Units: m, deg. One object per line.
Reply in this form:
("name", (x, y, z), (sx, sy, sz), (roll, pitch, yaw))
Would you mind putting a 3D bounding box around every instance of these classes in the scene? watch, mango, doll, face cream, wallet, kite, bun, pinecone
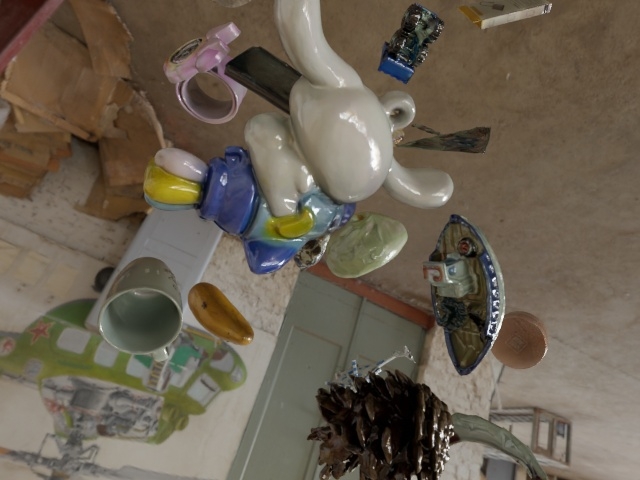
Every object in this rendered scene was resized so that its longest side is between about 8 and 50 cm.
("watch", (-0.300, -0.470, 1.278), (0.248, 0.210, 0.217), (-10, 138, 26))
("mango", (-0.342, 0.261, 1.506), (0.295, 0.120, 0.177), (44, 172, 22))
("doll", (-0.036, -0.103, 0.629), (0.366, 0.187, 0.376), (-31, 115, 19))
("face cream", (0.566, 0.282, 1.264), (0.149, 0.149, 0.104), (3, -178, 31))
("watch", (0.370, 0.530, 1.034), (0.253, 0.241, 0.161), (-18, 136, 5))
("wallet", (-0.075, -0.381, 1.139), (0.318, 0.172, 0.045), (32, 136, -2))
("kite", (0.377, -0.303, 1.309), (0.314, 0.335, 0.011), (-132, 33, -52))
("bun", (0.132, -0.008, 1.466), (0.283, 0.283, 0.179), (-14, 109, 48))
("pinecone", (0.084, 0.274, 0.641), (0.205, 0.184, 0.179), (14, -171, 12))

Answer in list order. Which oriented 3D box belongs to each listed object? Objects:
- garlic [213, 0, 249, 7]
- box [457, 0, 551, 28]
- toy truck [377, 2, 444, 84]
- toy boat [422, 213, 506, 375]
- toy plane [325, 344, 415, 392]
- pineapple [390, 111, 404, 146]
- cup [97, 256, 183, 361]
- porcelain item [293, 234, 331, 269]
("garlic", (-0.227, -0.740, 1.085), (0.322, 0.241, 0.322), (-23, 161, -8))
("box", (0.569, -0.722, 1.386), (0.247, 0.129, 0.033), (-14, 139, 0))
("toy truck", (0.265, -0.600, 1.345), (0.113, 0.126, 0.208), (21, 126, -17))
("toy boat", (0.223, 0.091, 0.716), (0.114, 0.115, 0.262), (1, 109, 52))
("toy plane", (0.150, 0.407, 1.414), (0.182, 0.273, 0.107), (47, 175, -21))
("pineapple", (0.166, -0.336, 1.406), (0.176, 0.161, 0.137), (55, 138, 14))
("cup", (-0.447, 0.182, 1.154), (0.186, 0.234, 0.258), (-14, 115, -12))
("porcelain item", (0.000, 0.000, 1.834), (0.138, 0.288, 0.186), (35, 163, 15))
